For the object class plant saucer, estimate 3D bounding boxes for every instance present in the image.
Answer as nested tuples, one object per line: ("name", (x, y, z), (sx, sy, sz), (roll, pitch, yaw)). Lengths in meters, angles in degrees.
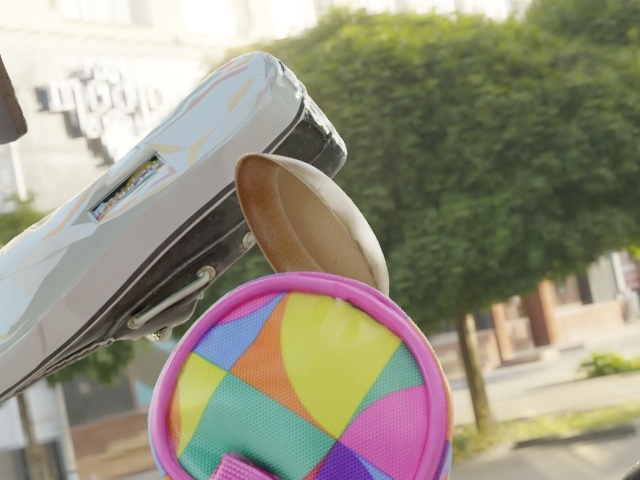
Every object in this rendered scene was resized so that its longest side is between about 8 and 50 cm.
("plant saucer", (0.000, 0.000, 0.534), (0.015, 0.083, 0.083), (-35, 5, -21))

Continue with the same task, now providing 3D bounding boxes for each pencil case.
("pencil case", (0.001, 0.093, 0.546), (0.104, 0.104, 0.236), (-11, -23, 0))

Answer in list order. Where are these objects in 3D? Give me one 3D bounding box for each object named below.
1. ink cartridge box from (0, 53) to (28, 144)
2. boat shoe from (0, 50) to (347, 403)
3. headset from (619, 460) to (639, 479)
("ink cartridge box", (-0.254, -0.142, 0.484), (0.272, 0.130, 0.309), (-3, -21, -3))
("boat shoe", (-0.082, 0.013, 0.648), (0.219, 0.070, 0.078), (-40, 33, 3))
("headset", (0.279, 0.321, 0.938), (0.185, 0.394, 0.243), (2, -27, -38))
